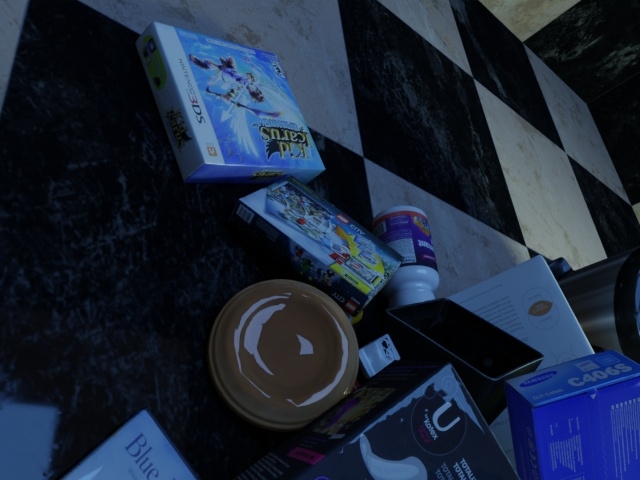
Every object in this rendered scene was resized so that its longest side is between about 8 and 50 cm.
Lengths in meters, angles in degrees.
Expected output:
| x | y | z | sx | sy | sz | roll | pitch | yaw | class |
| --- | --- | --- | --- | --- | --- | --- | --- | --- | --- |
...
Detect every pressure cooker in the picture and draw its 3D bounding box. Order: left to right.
| x | y | z | sx | sy | sz | roll | pitch | yaw | class |
| --- | --- | --- | --- | --- | --- | --- | --- | --- | --- |
| 0.659 | 0.224 | 1.251 | 0.375 | 0.420 | 0.370 | 17 | 68 | -12 | pressure cooker |

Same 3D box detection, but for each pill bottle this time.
| x | y | z | sx | sy | sz | roll | pitch | yaw | class |
| --- | --- | --- | --- | --- | --- | --- | --- | --- | --- |
| 0.154 | 0.044 | 1.042 | 0.108 | 0.108 | 0.194 | 23 | 49 | -37 | pill bottle |

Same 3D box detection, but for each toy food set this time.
| x | y | z | sx | sy | sz | roll | pitch | yaw | class |
| --- | --- | --- | --- | --- | --- | --- | --- | --- | --- |
| 0.047 | 0.203 | 0.805 | 0.104 | 0.111 | 0.232 | -17 | 77 | -52 | toy food set |

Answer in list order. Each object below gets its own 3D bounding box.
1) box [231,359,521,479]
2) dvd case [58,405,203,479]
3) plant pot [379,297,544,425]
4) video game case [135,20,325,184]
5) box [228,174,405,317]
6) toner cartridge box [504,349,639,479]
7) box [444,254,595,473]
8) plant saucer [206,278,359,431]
| x | y | z | sx | sy | sz | roll | pitch | yaw | class |
| --- | --- | --- | --- | --- | --- | --- | --- | --- | --- |
| 0.052 | 0.273 | 0.638 | 0.270 | 0.143 | 0.165 | -30 | 90 | -20 | box |
| -0.198 | 0.302 | 0.534 | 0.180 | 0.022 | 0.253 | 55 | 37 | -3 | dvd case |
| 0.190 | 0.211 | 0.884 | 0.188 | 0.167 | 0.187 | 32 | 21 | 36 | plant pot |
| -0.136 | -0.211 | 0.939 | 0.269 | 0.061 | 0.244 | -6 | 70 | -50 | video game case |
| 0.000 | 0.000 | 0.873 | 0.233 | 0.044 | 0.159 | 37 | 30 | 11 | box |
| 0.360 | 0.336 | 0.786 | 0.075 | 0.165 | 0.348 | -133 | -150 | -73 | toner cartridge box |
| 0.371 | 0.237 | 1.002 | 0.168 | 0.215 | 0.346 | 33 | 34 | -56 | box |
| -0.043 | 0.138 | 0.739 | 0.199 | 0.037 | 0.200 | 7 | 62 | -12 | plant saucer |
